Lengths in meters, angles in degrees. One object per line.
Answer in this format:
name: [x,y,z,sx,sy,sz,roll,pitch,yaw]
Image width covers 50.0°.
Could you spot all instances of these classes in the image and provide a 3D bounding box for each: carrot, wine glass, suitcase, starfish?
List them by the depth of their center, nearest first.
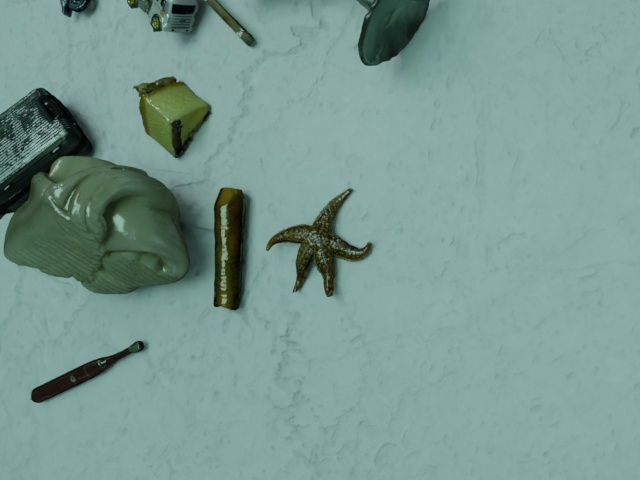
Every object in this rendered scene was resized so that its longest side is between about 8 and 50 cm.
wine glass: [-0.006,-0.519,1.315,0.406,0.267,0.267,41,103,21]
starfish: [-0.003,0.000,1.361,0.213,0.057,0.237,20,95,20]
carrot: [-0.194,0.018,1.452,0.070,0.070,0.260,0,87,27]
suitcase: [-0.729,-0.213,1.676,0.312,0.128,0.202,-39,67,-2]

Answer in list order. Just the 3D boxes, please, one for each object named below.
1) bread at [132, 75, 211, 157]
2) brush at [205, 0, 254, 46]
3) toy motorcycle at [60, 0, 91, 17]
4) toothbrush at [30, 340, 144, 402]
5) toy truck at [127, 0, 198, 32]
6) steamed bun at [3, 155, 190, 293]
bread: [-0.342,-0.280,1.562,0.147,0.127,0.152,44,138,22]
brush: [-0.240,-0.556,1.541,0.065,0.070,0.327,-43,69,6]
toy motorcycle: [-0.649,-0.667,1.747,0.123,0.082,0.213,-20,75,23]
toothbrush: [-0.551,0.310,1.618,0.364,0.041,0.040,-26,74,23]
toy truck: [-0.375,-0.571,1.568,0.227,0.098,0.114,46,129,24]
steamed bun: [-0.471,-0.049,1.476,0.368,0.342,0.254,-17,52,31]
